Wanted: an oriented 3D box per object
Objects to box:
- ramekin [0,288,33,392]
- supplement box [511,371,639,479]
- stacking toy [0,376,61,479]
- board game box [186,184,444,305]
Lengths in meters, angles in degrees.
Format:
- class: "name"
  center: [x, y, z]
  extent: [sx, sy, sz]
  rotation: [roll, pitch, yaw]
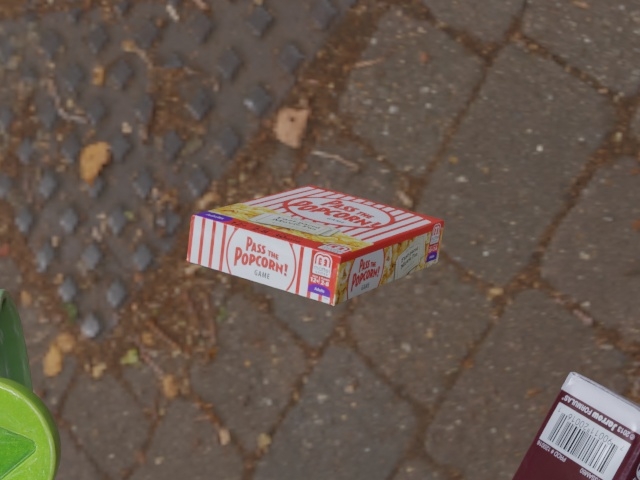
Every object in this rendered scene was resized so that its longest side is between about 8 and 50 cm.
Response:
- class: "ramekin"
  center: [-0.433, 0.216, 1.522]
  extent: [0.303, 0.148, 0.303]
  rotation: [174, 90, -83]
- class: "supplement box"
  center: [0.146, 0.210, 0.724]
  extent: [0.073, 0.130, 0.239]
  rotation: [30, 93, 55]
- class: "stacking toy"
  center: [-0.342, 0.248, 1.172]
  extent: [0.280, 0.130, 0.309]
  rotation: [-11, 96, 9]
- class: "board game box"
  center: [0.000, 0.000, 1.110]
  extent: [0.147, 0.193, 0.045]
  rotation: [16, 107, 27]
